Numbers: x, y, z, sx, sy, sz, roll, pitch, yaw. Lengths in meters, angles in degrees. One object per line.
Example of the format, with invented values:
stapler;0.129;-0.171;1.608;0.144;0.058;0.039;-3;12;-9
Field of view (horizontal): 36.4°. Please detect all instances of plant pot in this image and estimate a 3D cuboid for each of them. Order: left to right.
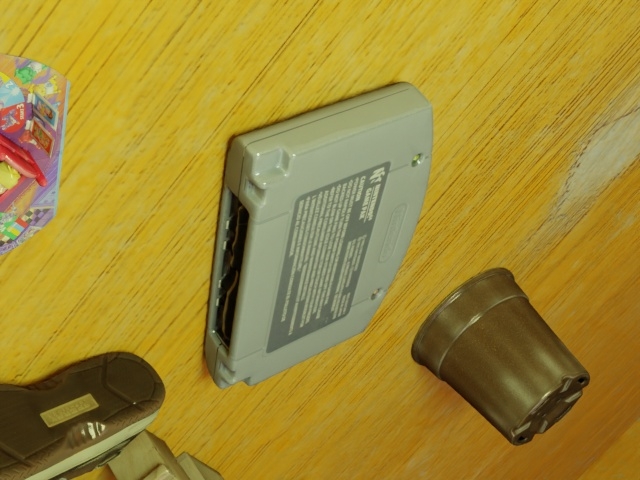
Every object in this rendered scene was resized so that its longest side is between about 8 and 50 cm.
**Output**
plant pot;0.227;0.149;1.191;0.167;0.165;0.167;-30;149;-20

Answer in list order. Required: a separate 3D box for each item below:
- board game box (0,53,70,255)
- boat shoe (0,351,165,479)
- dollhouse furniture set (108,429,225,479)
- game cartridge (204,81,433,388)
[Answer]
board game box;-0.210;-0.032;0.587;0.133;0.033;0.169;-17;141;-36
boat shoe;-0.238;0.164;0.751;0.257;0.095;0.095;-7;141;-45
dollhouse furniture set;-0.220;0.401;0.992;0.355;0.174;0.303;-39;149;-5
game cartridge;0.000;0.000;0.852;0.196;0.060;0.294;-19;143;-28
